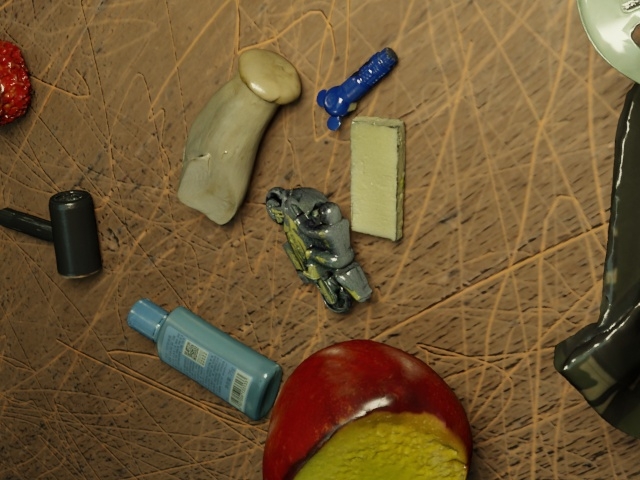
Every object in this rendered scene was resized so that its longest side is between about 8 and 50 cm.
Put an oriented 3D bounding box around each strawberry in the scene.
[{"bbox_3d":[-0.492,-0.241,1.310,0.145,0.086,0.145,13,115,29],"label":"strawberry"}]

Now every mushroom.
[{"bbox_3d":[-0.116,-0.133,1.112,0.108,0.096,0.247,56,130,32],"label":"mushroom"}]

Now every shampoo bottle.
[{"bbox_3d":[-0.180,0.167,1.306,0.258,0.061,0.104,29,124,19],"label":"shampoo bottle"}]

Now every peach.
[{"bbox_3d":[0.053,0.240,1.075,0.245,0.248,0.275,58,133,32],"label":"peach"}]

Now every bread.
[{"bbox_3d":[0.070,-0.075,1.057,0.068,0.028,0.154,12,118,29],"label":"bread"}]

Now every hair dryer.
[{"bbox_3d":[-0.457,-0.034,1.400,0.255,0.070,0.128,16,118,32],"label":"hair dryer"}]

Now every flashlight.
[{"bbox_3d":[0.045,-0.182,1.023,0.121,0.035,0.057,-38,63,34],"label":"flashlight"}]

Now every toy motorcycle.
[{"bbox_3d":[0.000,0.000,1.109,0.193,0.061,0.124,58,144,7],"label":"toy motorcycle"}]

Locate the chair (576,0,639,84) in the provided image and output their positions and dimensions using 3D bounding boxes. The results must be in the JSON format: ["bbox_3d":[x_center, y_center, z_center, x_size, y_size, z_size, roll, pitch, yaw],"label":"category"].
[{"bbox_3d":[0.368,-0.209,0.665,0.274,0.190,0.203,-3,73,51],"label":"chair"}]

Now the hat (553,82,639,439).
[{"bbox_3d":[0.421,0.009,0.816,0.366,0.257,0.382,4,75,24],"label":"hat"}]
